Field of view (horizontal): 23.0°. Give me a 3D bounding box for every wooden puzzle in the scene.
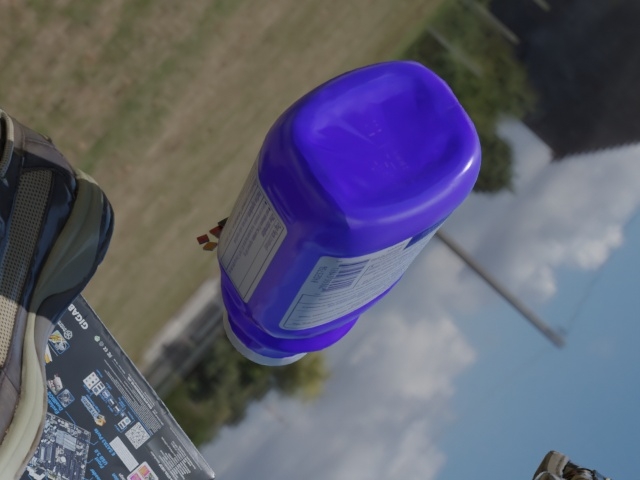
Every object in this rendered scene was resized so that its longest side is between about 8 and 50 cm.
[{"bbox_3d":[-0.065,-0.012,1.361,0.083,0.006,0.049,-30,-146,-22],"label":"wooden puzzle"}]

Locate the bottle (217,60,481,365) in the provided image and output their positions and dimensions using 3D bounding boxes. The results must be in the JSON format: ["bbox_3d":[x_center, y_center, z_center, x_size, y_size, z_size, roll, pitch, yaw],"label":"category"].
[{"bbox_3d":[0.000,0.000,0.919,0.118,0.092,0.283,-27,167,-22],"label":"bottle"}]

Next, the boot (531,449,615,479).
[{"bbox_3d":[0.321,0.307,1.472,0.377,0.284,0.138,49,62,-78],"label":"boot"}]

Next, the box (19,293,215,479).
[{"bbox_3d":[-0.215,0.163,1.276,0.175,0.220,0.051,-41,-169,-29],"label":"box"}]

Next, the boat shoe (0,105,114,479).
[{"bbox_3d":[-0.220,0.045,0.839,0.132,0.130,0.355,-27,-153,22],"label":"boat shoe"}]
